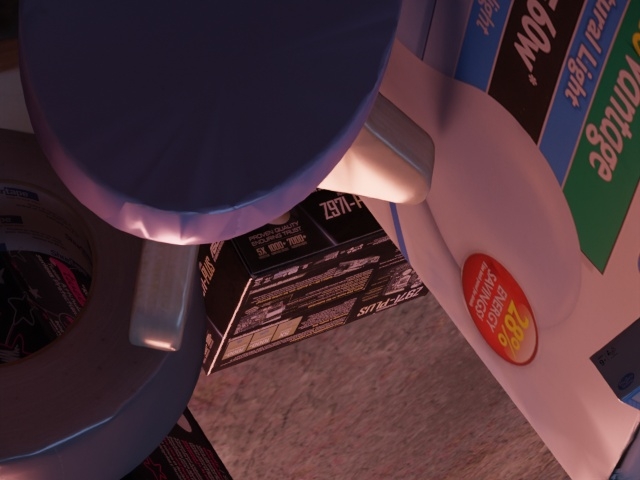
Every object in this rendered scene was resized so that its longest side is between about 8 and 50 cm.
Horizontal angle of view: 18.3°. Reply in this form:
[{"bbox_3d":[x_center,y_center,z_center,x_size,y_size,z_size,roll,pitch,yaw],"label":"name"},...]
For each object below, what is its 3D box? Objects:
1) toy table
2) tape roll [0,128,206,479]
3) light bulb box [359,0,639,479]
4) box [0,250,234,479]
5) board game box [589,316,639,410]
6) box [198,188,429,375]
[{"bbox_3d":[-0.060,-0.087,0.979,0.161,0.252,0.274,103,8,-58],"label":"toy table"},{"bbox_3d":[-0.171,0.034,1.056,0.219,0.219,0.072,-28,151,-15],"label":"tape roll"},{"bbox_3d":[0.164,-0.119,1.044,0.225,0.361,0.358,-24,150,-23],"label":"light bulb box"},{"bbox_3d":[-0.166,0.145,1.208,0.163,0.247,0.142,-42,152,12],"label":"box"},{"bbox_3d":[0.204,0.024,0.895,0.154,0.026,0.103,-40,151,13],"label":"board game box"},{"bbox_3d":[0.000,0.000,1.328,0.180,0.077,0.147,-19,158,-24],"label":"box"}]
